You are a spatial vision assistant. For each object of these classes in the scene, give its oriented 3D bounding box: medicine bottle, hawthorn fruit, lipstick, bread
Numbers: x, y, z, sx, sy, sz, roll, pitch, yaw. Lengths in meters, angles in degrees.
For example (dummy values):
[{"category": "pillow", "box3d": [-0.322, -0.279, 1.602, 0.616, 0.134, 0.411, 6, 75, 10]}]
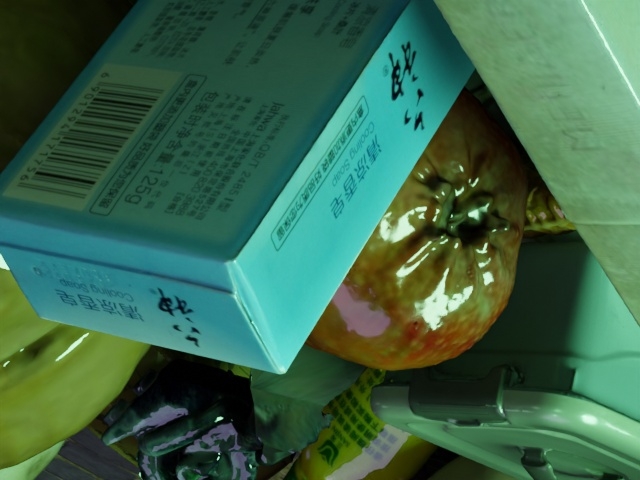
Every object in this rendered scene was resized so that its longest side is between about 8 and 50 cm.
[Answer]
[{"category": "medicine bottle", "box3d": [0.018, 0.150, 1.315, 0.095, 0.064, 0.260, 47, 120, 20]}, {"category": "hawthorn fruit", "box3d": [0.000, 0.000, 1.056, 0.165, 0.165, 0.285, 33, 157, -17]}, {"category": "lipstick", "box3d": [0.125, -0.079, 0.824, 0.076, 0.080, 0.371, 0, 137, 42]}, {"category": "bread", "box3d": [0.114, -0.026, 1.052, 0.157, 0.044, 0.052, -9, 126, 53]}]

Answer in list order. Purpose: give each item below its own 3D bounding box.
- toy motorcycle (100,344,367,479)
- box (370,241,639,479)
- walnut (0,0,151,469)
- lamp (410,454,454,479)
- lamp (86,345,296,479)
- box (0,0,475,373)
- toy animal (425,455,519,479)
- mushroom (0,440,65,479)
[{"category": "toy motorcycle", "box3d": [-0.043, 0.060, 1.218, 0.159, 0.106, 0.270, 45, 112, -6]}, {"category": "box", "box3d": [0.156, 0.088, 1.099, 0.162, 0.130, 0.227, -3, 158, 46]}, {"category": "walnut", "box3d": [-0.262, -0.042, 1.062, 0.398, 0.308, 0.354, 16, 143, 7]}, {"category": "lamp", "box3d": [0.082, 0.287, 1.506, 0.265, 0.233, 0.233, 6, 150, 27]}, {"category": "lamp", "box3d": [-0.097, 0.093, 1.375, 0.161, 0.161, 0.185, 2, 145, 42]}, {"category": "box", "box3d": [-0.034, -0.057, 0.894, 0.142, 0.232, 0.083, 10, 140, 30]}, {"category": "toy animal", "box3d": [0.130, 0.246, 1.280, 0.213, 0.195, 0.256, 35, 117, -9]}, {"category": "mushroom", "box3d": [-0.270, 0.080, 1.481, 0.234, 0.254, 0.260, -10, 162, -45]}]
